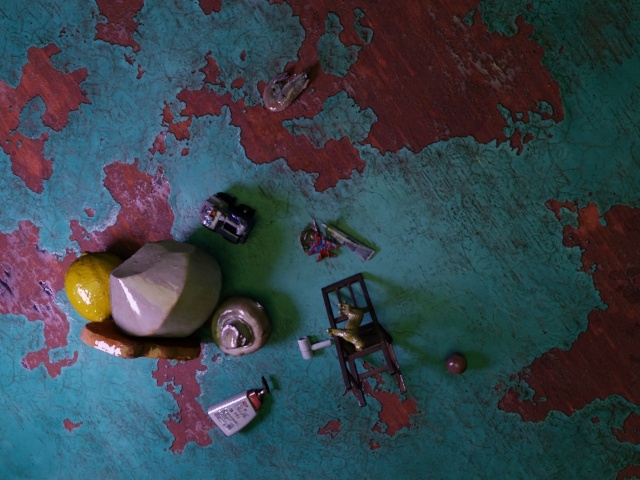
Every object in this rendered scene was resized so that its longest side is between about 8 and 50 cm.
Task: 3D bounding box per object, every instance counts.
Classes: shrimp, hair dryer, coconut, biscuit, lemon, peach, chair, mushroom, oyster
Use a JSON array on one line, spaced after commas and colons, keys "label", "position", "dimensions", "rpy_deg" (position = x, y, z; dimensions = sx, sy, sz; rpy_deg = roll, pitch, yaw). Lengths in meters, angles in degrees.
[{"label": "shrimp", "position": [-0.126, -0.581, 1.570], "dimensions": [0.223, 0.047, 0.126], "rpy_deg": [-42, 82, 11]}, {"label": "hair dryer", "position": [-0.016, 0.419, 1.697], "dimensions": [0.137, 0.047, 0.082], "rpy_deg": [-16, 95, 2]}, {"label": "coconut", "position": [-0.568, 0.166, 1.531], "dimensions": [0.345, 0.415, 0.415], "rpy_deg": [39, 102, 32]}, {"label": "biscuit", "position": [-0.650, 0.373, 1.573], "dimensions": [0.350, 0.455, 0.078], "rpy_deg": [16, 87, 41]}, {"label": "lemon", "position": [-0.856, 0.188, 1.654], "dimensions": [0.245, 0.245, 0.319], "rpy_deg": [-17, 104, 8]}, {"label": "peach", "position": [0.526, 0.476, 1.626], "dimensions": [0.083, 0.083, 0.083], "rpy_deg": [1, 98, 6]}, {"label": "chair", "position": [0.159, 0.376, 1.614], "dimensions": [0.203, 0.416, 0.240], "rpy_deg": [-22, 139, 9]}, {"label": "mushroom", "position": [-0.311, 0.333, 1.649], "dimensions": [0.255, 0.184, 0.254], "rpy_deg": [3, 99, 20]}, {"label": "oyster", "position": [-0.046, -0.014, 1.649], "dimensions": [0.100, 0.037, 0.098], "rpy_deg": [-36, 113, -11]}]

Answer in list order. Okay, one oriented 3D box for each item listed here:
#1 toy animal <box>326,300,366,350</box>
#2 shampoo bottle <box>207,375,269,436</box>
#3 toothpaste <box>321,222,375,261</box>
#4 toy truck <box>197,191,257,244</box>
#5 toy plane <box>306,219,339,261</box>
[{"label": "toy animal", "position": [0.114, 0.294, 1.502], "dimensions": [0.136, 0.181, 0.073], "rpy_deg": [10, 138, 20]}, {"label": "shampoo bottle", "position": [-0.318, 0.682, 1.753], "dimensions": [0.284, 0.071, 0.153], "rpy_deg": [-39, 90, 7]}, {"label": "toothpaste", "position": [0.101, 0.000, 1.629], "dimensions": [0.233, 0.038, 0.060], "rpy_deg": [34, 103, -2]}, {"label": "toy truck", "position": [-0.362, -0.078, 1.596], "dimensions": [0.213, 0.177, 0.161], "rpy_deg": [30, 101, 1]}, {"label": "toy plane", "position": [0.000, -0.001, 1.614], "dimensions": [0.130, 0.061, 0.189], "rpy_deg": [-13, 114, 7]}]
